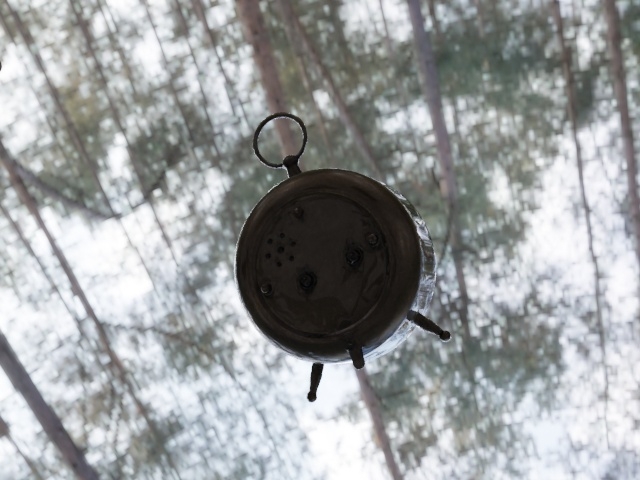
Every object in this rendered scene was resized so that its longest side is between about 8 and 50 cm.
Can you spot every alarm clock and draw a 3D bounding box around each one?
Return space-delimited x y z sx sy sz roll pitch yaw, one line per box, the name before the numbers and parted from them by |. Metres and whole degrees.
alarm clock | 0.000 0.000 0.897 0.129 0.064 0.192 -27 -106 15

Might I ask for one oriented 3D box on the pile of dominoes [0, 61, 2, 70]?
pile of dominoes | -0.321 -0.080 1.018 0.040 0.196 0.251 -10 -110 40
